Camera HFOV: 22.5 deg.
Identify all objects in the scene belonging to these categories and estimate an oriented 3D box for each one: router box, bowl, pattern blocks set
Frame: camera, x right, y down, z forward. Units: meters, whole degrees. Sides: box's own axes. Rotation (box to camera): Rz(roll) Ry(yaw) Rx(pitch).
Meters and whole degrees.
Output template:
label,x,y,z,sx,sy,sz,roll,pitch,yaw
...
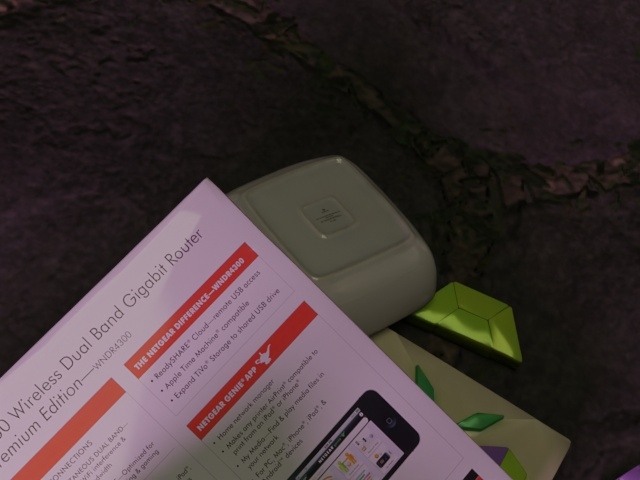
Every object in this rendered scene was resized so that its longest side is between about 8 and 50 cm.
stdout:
label,x,y,z,sx,sy,sz,roll,pitch,yaw
router box,-0.078,0.183,0.941,0.301,0.082,0.335,45,67,-2
bowl,0.000,0.000,1.112,0.142,0.053,0.142,-23,57,-29
pattern blocks set,0.065,0.150,1.079,0.325,0.026,0.285,18,59,-2
